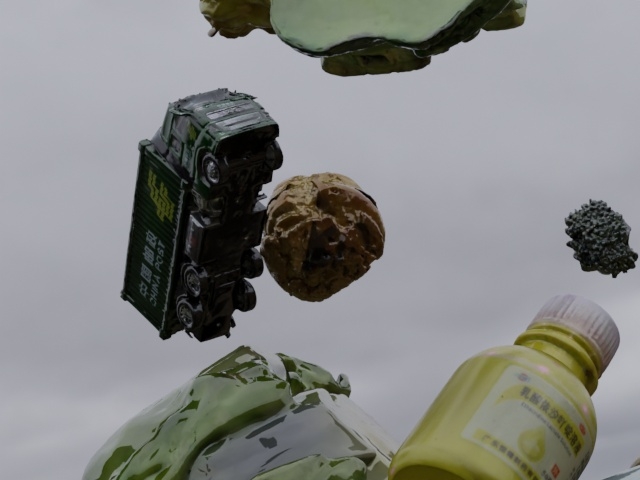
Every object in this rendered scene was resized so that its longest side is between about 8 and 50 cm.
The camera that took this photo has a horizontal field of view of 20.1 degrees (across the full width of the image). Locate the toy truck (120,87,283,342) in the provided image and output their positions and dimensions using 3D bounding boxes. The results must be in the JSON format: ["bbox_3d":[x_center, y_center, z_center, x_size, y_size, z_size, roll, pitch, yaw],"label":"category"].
[{"bbox_3d":[-0.111,-0.024,1.700,0.088,0.121,0.259,-19,-44,-35],"label":"toy truck"}]

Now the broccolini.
[{"bbox_3d":[0.290,0.021,1.879,0.091,0.068,0.202,31,-12,17],"label":"broccolini"}]

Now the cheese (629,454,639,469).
[{"bbox_3d":[0.481,0.372,1.759,0.384,0.384,0.104,-21,8,40],"label":"cheese"}]

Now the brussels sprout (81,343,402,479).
[{"bbox_3d":[-0.059,0.307,1.585,0.361,0.342,0.425,-50,19,4],"label":"brussels sprout"}]

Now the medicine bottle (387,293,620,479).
[{"bbox_3d":[0.151,0.132,1.354,0.122,0.122,0.212,-26,20,52],"label":"medicine bottle"}]

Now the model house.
[{"bbox_3d":[0.086,-0.214,1.491,0.214,0.195,0.189,-9,-19,16],"label":"model house"}]

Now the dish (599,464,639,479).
[{"bbox_3d":[0.112,0.216,1.028,0.080,0.182,0.243,23,22,35],"label":"dish"}]

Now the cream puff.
[{"bbox_3d":[0.000,0.000,1.776,0.119,0.133,0.104,20,15,-25],"label":"cream puff"}]

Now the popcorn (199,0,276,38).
[{"bbox_3d":[-0.061,-0.310,1.935,0.169,0.189,0.218,7,2,44],"label":"popcorn"}]
